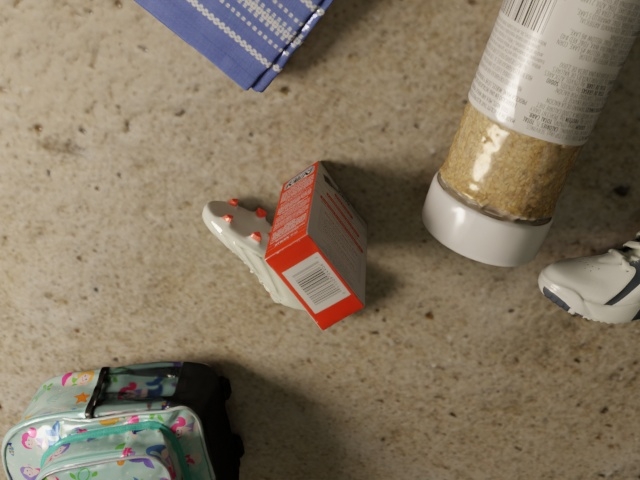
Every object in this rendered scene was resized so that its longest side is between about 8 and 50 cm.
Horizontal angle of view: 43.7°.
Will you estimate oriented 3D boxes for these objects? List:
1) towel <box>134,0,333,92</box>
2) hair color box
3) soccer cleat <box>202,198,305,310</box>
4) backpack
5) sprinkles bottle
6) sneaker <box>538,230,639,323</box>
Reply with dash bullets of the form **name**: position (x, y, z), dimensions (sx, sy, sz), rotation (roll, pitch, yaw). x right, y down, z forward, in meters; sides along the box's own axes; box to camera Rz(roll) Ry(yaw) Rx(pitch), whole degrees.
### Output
- **towel**: position (-0.058, -0.308, 0.668), dimensions (0.243, 0.040, 0.336), rotation (37, 125, -12)
- **hair color box**: position (0.000, 0.000, 0.781), dimensions (0.053, 0.167, 0.093), rotation (-31, 111, 19)
- **soccer cleat**: position (-0.049, 0.028, 0.860), dimensions (0.196, 0.068, 0.076), rotation (32, 119, -15)
- **backpack**: position (-0.239, 0.266, 0.940), dimensions (0.254, 0.191, 0.225), rotation (-3, 119, 12)
- **sprinkles bottle**: position (0.202, -0.151, 0.710), dimensions (0.121, 0.121, 0.355), rotation (16, 118, -4)
- **sneaker**: position (0.343, -0.001, 0.795), dimensions (0.235, 0.094, 0.153), rotation (4, 117, 3)
